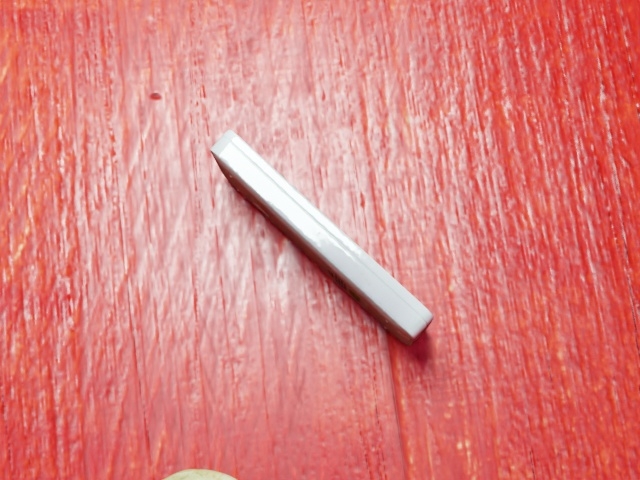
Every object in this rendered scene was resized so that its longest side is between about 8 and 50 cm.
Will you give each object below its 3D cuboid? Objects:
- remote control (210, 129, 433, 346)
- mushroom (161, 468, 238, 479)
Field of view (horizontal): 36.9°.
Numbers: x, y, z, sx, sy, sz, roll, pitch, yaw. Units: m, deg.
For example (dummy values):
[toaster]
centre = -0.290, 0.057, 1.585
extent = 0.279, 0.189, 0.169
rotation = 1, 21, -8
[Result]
[remote control]
centre = 0.000, 0.000, 0.876
extent = 0.250, 0.103, 0.034
rotation = 43, 84, 10
[mushroom]
centre = -0.111, 0.267, 0.810
extent = 0.148, 0.112, 0.148
rotation = -1, 83, 7
